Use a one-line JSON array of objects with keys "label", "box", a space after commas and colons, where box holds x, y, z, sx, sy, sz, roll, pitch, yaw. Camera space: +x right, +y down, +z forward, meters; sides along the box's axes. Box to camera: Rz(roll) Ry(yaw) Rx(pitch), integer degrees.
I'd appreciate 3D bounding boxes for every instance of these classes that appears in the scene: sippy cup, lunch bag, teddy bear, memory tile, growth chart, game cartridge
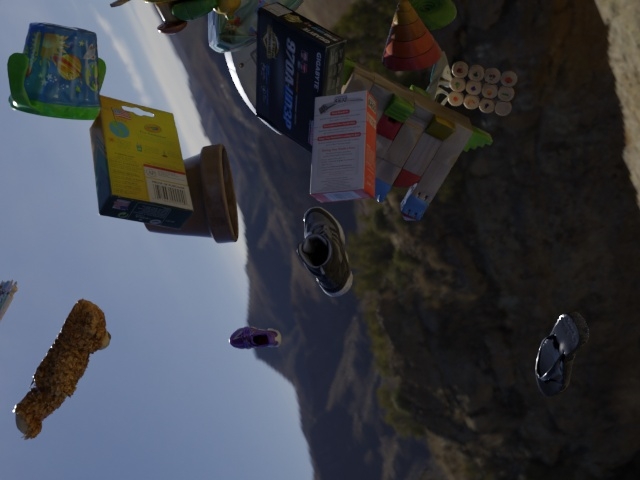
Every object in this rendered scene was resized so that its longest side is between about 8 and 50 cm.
[{"label": "sippy cup", "box": [-0.674, -0.442, 2.040, 0.305, 0.240, 0.223, -135, 52, -66]}, {"label": "lunch bag", "box": [-0.128, -0.476, 1.527, 0.160, 0.262, 0.223, 39, 180, -18]}, {"label": "teddy bear", "box": [-0.589, 0.303, 1.814, 0.113, 0.337, 0.245, 30, 156, -10]}, {"label": "memory tile", "box": [0.366, -0.343, 1.791, 0.012, 0.148, 0.113, -63, -18, -46]}, {"label": "growth chart", "box": [-0.799, 0.172, 1.927, 0.021, 0.171, 0.237, 29, 165, -30]}, {"label": "game cartridge", "box": [-0.118, -0.424, 2.017, 0.060, 0.196, 0.294, 33, 160, 48]}]

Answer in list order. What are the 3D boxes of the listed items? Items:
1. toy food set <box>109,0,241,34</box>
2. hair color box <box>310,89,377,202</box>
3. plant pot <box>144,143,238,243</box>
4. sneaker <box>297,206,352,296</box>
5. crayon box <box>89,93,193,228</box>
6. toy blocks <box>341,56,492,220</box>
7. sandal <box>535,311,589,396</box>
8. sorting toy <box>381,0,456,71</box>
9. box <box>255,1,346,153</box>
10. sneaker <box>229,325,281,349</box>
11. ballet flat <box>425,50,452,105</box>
[{"label": "toy food set", "box": [-0.218, -0.388, 1.308, 0.128, 0.218, 0.071, -66, -32, -56]}, {"label": "hair color box", "box": [0.038, -0.149, 1.258, 0.053, 0.093, 0.167, 30, -121, -62]}, {"label": "plant pot", "box": [-0.343, -0.106, 2.038, 0.263, 0.230, 0.262, 171, 90, -89]}, {"label": "sneaker", "box": [0.000, 0.000, 1.974, 0.153, 0.101, 0.268, 52, -163, -54]}, {"label": "crayon box", "box": [-0.423, -0.185, 1.844, 0.202, 0.081, 0.318, 11, -132, -35]}, {"label": "toy blocks", "box": [0.145, -0.210, 1.758, 0.382, 0.260, 0.190, 25, -154, -9]}, {"label": "sandal", "box": [0.500, 0.244, 1.691, 0.254, 0.055, 0.097, 93, 158, -45]}, {"label": "sorting toy", "box": [0.207, -0.500, 1.624, 0.126, 0.127, 0.365, 73, -151, -43]}, {"label": "box", "box": [-0.040, -0.283, 1.389, 0.175, 0.051, 0.220, 38, 141, 30]}, {"label": "sneaker", "box": [-0.197, 0.280, 2.272, 0.071, 0.170, 0.068, 3, -100, -60]}, {"label": "ballet flat", "box": [0.313, -0.404, 2.083, 0.068, 0.213, 0.072, 17, 160, 17]}]
